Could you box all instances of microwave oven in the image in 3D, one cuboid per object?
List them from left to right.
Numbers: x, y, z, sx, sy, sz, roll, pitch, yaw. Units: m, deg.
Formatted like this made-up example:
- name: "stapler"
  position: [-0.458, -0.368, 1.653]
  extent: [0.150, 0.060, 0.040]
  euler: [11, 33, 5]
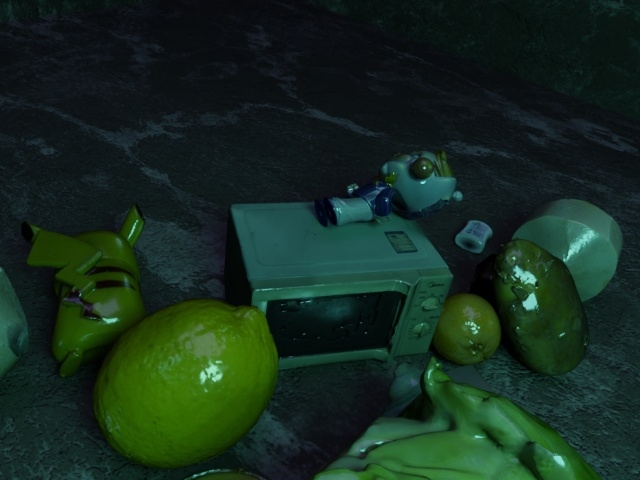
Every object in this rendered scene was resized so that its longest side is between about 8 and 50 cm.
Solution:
- name: "microwave oven"
  position: [0.015, 0.081, 1.096]
  extent: [0.355, 0.218, 0.286]
  euler: [-3, 36, -18]

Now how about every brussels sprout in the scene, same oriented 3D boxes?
- name: "brussels sprout"
  position: [0.115, 0.370, 0.577]
  extent: [0.361, 0.425, 0.342]
  euler: [45, 3, 15]

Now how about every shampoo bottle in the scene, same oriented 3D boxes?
- name: "shampoo bottle"
  position: [0.384, -0.013, 1.460]
  extent: [0.072, 0.043, 0.099]
  euler: [25, 38, 20]

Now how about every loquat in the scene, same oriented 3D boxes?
- name: "loquat"
  position: [0.271, 0.169, 1.103]
  extent: [0.141, 0.141, 0.141]
  euler: [6, 36, -5]

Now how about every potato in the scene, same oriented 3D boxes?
- name: "potato"
  position: [0.415, 0.125, 1.103]
  extent: [0.141, 0.296, 0.191]
  euler: [-11, 34, 46]

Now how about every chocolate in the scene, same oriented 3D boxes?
- name: "chocolate"
  position: [0.349, 0.113, 1.213]
  extent: [0.125, 0.148, 0.080]
  euler: [-14, 19, 39]

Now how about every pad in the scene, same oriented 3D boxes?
- name: "pad"
  position: [0.282, 0.297, 1.041]
  extent: [0.113, 0.006, 0.187]
  euler: [-11, 40, -26]

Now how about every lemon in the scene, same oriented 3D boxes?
- name: "lemon"
  position: [-0.193, 0.206, 0.856]
  extent: [0.263, 0.236, 0.236]
  euler: [-23, 26, 25]

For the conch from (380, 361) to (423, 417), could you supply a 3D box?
- name: "conch"
  position: [0.165, 0.313, 0.866]
  extent: [0.220, 0.195, 0.277]
  euler: [-9, 70, -10]

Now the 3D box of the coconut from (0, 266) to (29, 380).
- name: "coconut"
  position: [-0.562, 0.138, 0.871]
  extent: [0.244, 0.239, 0.239]
  euler: [5, 36, -7]

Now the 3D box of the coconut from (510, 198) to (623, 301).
- name: "coconut"
  position: [0.541, 0.025, 1.306]
  extent: [0.241, 0.241, 0.241]
  euler: [6, 36, -5]

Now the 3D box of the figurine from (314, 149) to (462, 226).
- name: "figurine"
  position: [0.132, -0.087, 1.062]
  extent: [0.274, 0.133, 0.194]
  euler: [-24, 4, -43]

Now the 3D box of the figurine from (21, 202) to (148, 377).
- name: "figurine"
  position: [-0.405, 0.080, 1.038]
  extent: [0.218, 0.169, 0.326]
  euler: [-3, 38, -24]

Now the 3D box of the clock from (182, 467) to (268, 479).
- name: "clock"
  position: [-0.126, 0.394, 0.769]
  extent: [0.237, 0.057, 0.237]
  euler: [7, 37, -5]
